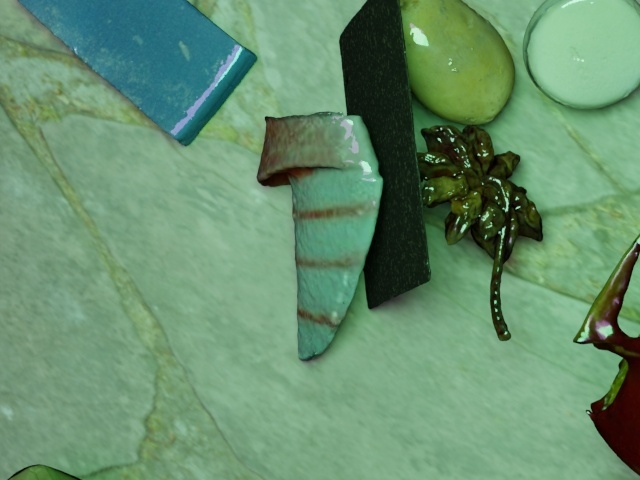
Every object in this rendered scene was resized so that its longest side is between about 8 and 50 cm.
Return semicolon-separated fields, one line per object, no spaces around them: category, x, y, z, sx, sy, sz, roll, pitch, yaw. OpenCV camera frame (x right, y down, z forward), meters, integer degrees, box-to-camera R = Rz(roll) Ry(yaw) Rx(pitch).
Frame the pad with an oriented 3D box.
pad;0.066;-0.101;1.340;0.004;0.220;0.330;-3;81;-15

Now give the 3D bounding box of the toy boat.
toy boat;0.000;0.000;1.381;0.206;0.096;0.282;5;96;51

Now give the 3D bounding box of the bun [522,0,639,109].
bun;0.289;-0.217;1.337;0.138;0.094;0.138;6;121;11

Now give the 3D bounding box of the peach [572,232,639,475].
peach;0.444;0.076;1.121;0.310;0.335;0.406;36;90;22

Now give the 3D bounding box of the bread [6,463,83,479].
bread;-0.264;0.361;1.364;0.142;0.224;0.212;-37;51;9

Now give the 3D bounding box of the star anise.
star anise;0.181;-0.027;1.313;0.073;0.177;0.234;-30;89;47

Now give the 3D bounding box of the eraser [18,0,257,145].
eraser;-0.234;-0.265;1.531;0.312;0.042;0.144;42;96;18

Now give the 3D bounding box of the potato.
potato;0.137;-0.207;1.367;0.178;0.109;0.118;45;79;-9
